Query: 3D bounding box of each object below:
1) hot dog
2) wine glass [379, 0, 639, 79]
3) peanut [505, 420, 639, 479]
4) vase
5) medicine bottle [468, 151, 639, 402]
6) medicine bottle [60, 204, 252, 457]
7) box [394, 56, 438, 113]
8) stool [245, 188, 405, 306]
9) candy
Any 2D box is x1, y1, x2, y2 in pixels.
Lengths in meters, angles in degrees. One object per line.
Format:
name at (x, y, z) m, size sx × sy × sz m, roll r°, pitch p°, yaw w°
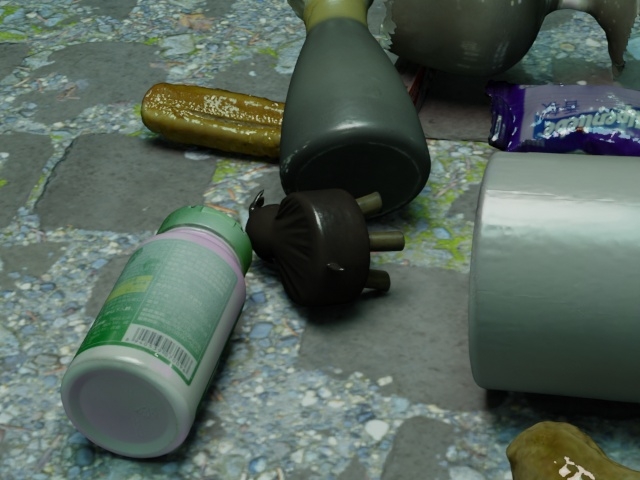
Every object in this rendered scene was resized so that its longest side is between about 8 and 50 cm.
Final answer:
hot dog at (-0.095, -0.144, 1.739) m, size 0.285 × 0.061 × 0.088 m, roll 16°, pitch 56°, yaw 20°
wine glass at (0.241, -0.319, 1.753) m, size 0.322 × 0.238 × 0.238 m, roll 5°, pitch 36°, yaw -1°
peanut at (0.244, 0.231, 1.167) m, size 0.108 × 0.095 × 0.226 m, roll -10°, pitch 30°, yaw -33°
vase at (0.027, -0.196, 1.628) m, size 0.173 × 0.173 × 0.321 m, roll -6°, pitch 56°, yaw -1°
medicine bottle at (0.269, 0.035, 1.306) m, size 0.231 × 0.238 × 0.238 m, roll 4°, pitch 37°, yaw 15°
medicine bottle at (-0.154, 0.081, 1.385) m, size 0.133 × 0.133 × 0.274 m, roll 5°, pitch 38°, yaw 14°
box at (0.120, -0.213, 1.818) m, size 0.039 × 0.055 × 0.218 m, roll 6°, pitch 37°, yaw 18°
stool at (0.000, 0.000, 1.497) m, size 0.121 × 0.125 × 0.217 m, roll -8°, pitch 16°, yaw -28°
candy at (0.336, -0.147, 1.690) m, size 0.275 × 0.070 × 0.145 m, roll 6°, pitch 44°, yaw 9°
